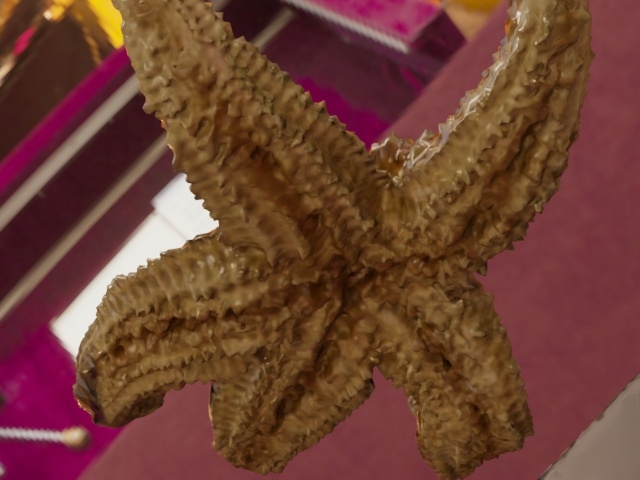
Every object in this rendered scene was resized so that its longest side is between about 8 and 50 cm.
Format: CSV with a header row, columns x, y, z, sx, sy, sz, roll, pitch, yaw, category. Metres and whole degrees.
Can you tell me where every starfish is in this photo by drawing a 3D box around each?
x,y,z,sx,sy,sz,roll,pitch,yaw,category
0.000,0.001,0.445,0.238,0.216,0.071,-44,30,31,starfish

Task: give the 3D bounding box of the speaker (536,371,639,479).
x,y,z,sx,sy,sz,roll,pitch,yaw,category
0.223,0.166,0.585,0.232,0.184,0.254,-42,24,-19,speaker
